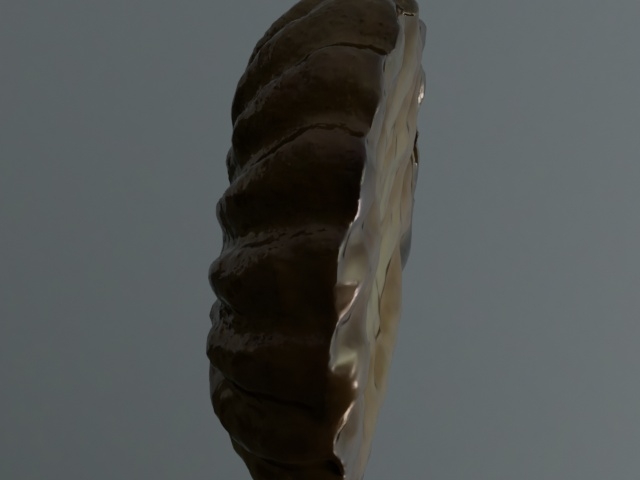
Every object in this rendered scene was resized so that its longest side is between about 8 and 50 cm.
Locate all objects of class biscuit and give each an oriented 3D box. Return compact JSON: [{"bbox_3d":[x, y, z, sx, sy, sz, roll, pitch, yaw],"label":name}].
[{"bbox_3d":[0.000,0.000,1.019,0.107,0.326,0.326,7,-25,10],"label":"biscuit"}]
